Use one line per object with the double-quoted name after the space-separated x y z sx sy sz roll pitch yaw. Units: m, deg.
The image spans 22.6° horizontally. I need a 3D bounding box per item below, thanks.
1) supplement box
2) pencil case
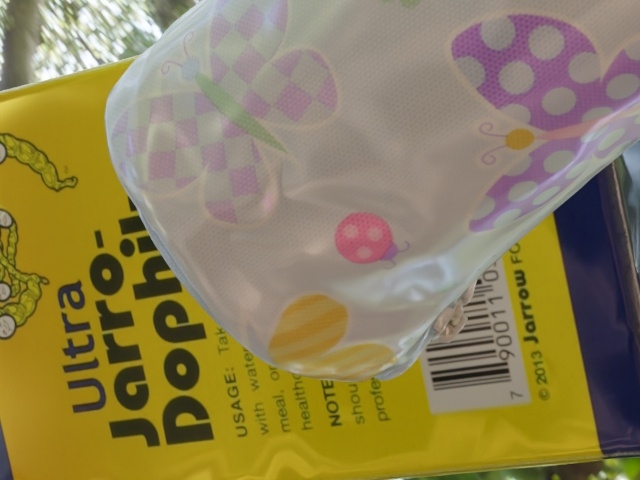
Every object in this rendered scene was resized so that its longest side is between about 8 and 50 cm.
0.000 0.000 0.738 0.356 0.194 0.195 -10 -87 29 "supplement box"
0.066 -0.073 0.435 0.273 0.113 0.124 -40 -97 25 "pencil case"
